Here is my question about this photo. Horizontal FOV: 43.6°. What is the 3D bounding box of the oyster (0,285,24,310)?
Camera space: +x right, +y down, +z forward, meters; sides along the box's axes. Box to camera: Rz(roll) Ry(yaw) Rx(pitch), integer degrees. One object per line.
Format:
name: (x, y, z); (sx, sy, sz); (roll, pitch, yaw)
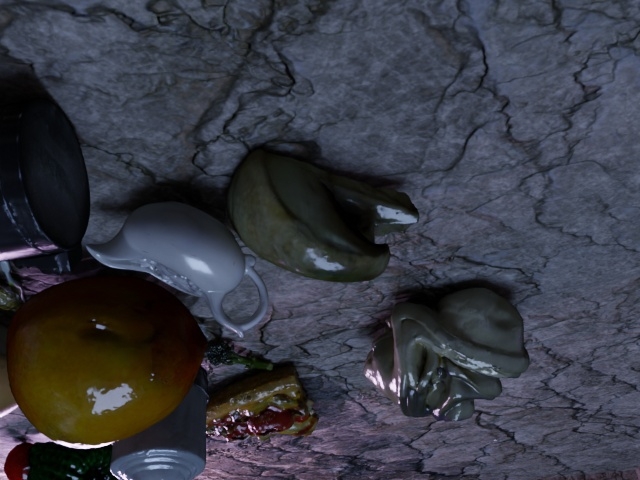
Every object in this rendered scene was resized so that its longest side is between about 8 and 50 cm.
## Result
oyster: (-0.602, 0.094, 1.448); (0.122, 0.045, 0.146); (0, 152, -6)

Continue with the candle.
candle: (-0.363, 0.432, 1.814); (0.222, 0.342, 0.221); (-4, 145, -3)

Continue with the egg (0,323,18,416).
egg: (-0.681, 0.262, 1.561); (0.245, 0.201, 0.201); (-25, 161, -31)

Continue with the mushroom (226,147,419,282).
mushroom: (-0.009, 0.004, 1.279); (0.292, 0.211, 0.217); (5, 142, -32)

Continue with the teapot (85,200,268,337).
teapot: (-0.213, 0.032, 1.276); (0.298, 0.139, 0.204); (25, 158, 2)

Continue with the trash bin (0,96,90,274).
trash bin: (-0.483, -0.059, 1.044); (0.302, 0.203, 0.251); (-9, 111, 6)

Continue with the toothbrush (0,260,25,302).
toothbrush: (-0.564, 0.094, 1.481); (0.022, 0.026, 0.263); (5, 149, -8)

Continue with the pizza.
pizza: (-0.127, 0.473, 2.143); (0.440, 0.130, 0.406); (-28, 142, 34)

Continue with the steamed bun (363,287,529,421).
steamed bun: (0.275, 0.269, 1.741); (0.353, 0.247, 0.339); (0, 149, -2)

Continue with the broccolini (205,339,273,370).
broccolini: (-0.179, 0.271, 1.869); (0.067, 0.058, 0.216); (16, 177, 40)

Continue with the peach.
peach: (-0.390, 0.215, 1.457); (0.373, 0.289, 0.372); (9, 123, 14)

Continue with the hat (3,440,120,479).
hat: (-0.740, 0.645, 2.275); (0.333, 0.242, 0.274); (7, 133, 23)
